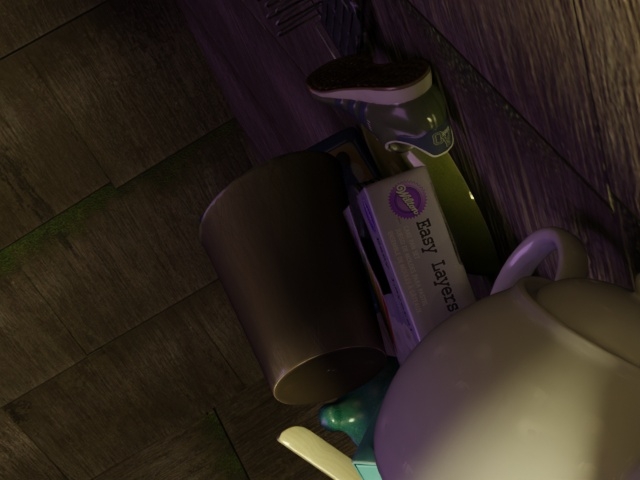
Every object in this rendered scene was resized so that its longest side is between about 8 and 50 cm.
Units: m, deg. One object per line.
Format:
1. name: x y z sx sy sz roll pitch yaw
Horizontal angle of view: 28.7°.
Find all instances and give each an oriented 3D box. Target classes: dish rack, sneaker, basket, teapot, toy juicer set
1. dish rack: -0.045 -0.281 1.221 0.271 0.074 0.208 58 176 7
2. sneaker: 0.054 -0.116 1.129 0.086 0.064 0.192 61 162 -22
3. basket: -0.024 0.052 1.372 0.154 0.204 0.227 7 -128 -39
4. teapot: 0.167 0.102 0.779 0.256 0.187 0.252 31 -167 26
5. toy juicer set: 0.107 0.225 1.455 0.209 0.329 0.089 53 142 2

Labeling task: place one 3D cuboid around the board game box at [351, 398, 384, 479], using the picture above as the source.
1. board game box: 0.211 0.275 1.064 0.336 0.254 0.079 62 -141 -30

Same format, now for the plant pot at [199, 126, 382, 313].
1. plant pot: 0.000 0.000 1.621 0.236 0.236 0.212 60 169 5

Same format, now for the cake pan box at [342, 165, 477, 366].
1. cake pan box: 0.100 0.062 1.213 0.246 0.070 0.266 149 101 -84

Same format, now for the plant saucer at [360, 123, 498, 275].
1. plant saucer: 0.102 -0.059 1.285 0.241 0.037 0.241 58 176 7
